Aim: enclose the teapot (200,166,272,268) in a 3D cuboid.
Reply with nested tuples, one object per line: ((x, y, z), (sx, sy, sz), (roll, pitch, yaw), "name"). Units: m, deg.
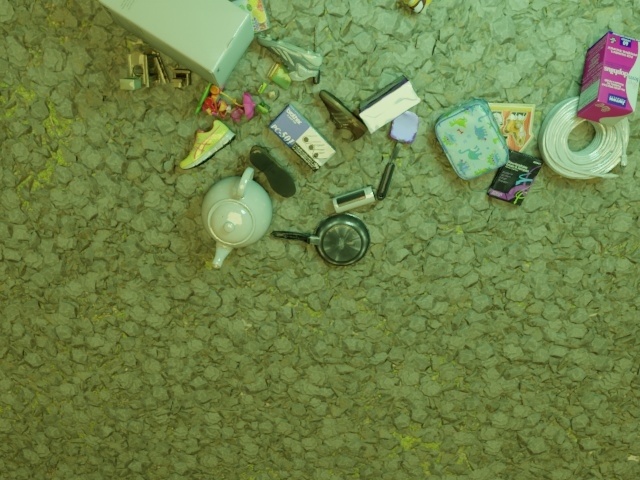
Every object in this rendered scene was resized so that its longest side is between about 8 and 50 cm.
((-0.275, -0.081, 1.788), (0.252, 0.187, 0.256), (-21, 109, 11), "teapot")

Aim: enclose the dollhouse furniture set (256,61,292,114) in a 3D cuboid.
((-0.142, -0.462, 1.691), (0.076, 0.059, 0.152), (32, 111, -10), "dollhouse furniture set")

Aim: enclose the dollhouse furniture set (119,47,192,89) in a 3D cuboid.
((-0.476, -0.501, 1.627), (0.160, 0.182, 0.101), (4, 112, 2), "dollhouse furniture set")

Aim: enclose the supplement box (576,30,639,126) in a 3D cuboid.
((0.812, -0.451, 1.560), (0.111, 0.114, 0.220), (14, 80, -3), "supplement box")

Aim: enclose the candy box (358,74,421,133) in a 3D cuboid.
((0.196, -0.401, 1.623), (0.164, 0.196, 0.070), (-32, 107, 14), "candy box")

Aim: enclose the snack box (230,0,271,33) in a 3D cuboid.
((-0.227, -0.651, 1.630), (0.141, 0.037, 0.100), (-13, 110, 9), "snack box")

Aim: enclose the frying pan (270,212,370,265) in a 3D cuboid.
((0.015, -0.024, 1.873), (0.326, 0.053, 0.197), (24, 111, -10), "frying pan")

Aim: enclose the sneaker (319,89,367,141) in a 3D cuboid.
((0.058, -0.380, 1.710), (0.188, 0.066, 0.071), (39, 110, -12), "sneaker")

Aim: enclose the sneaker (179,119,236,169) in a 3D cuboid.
((-0.373, -0.304, 1.766), (0.208, 0.081, 0.094), (-35, 99, 9), "sneaker")

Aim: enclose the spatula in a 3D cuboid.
((0.235, -0.264, 1.767), (0.084, 0.030, 0.297), (15, 112, -5), "spatula")

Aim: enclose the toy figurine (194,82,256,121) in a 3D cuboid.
((-0.282, -0.415, 1.702), (0.159, 0.130, 0.173), (26, 134, -17), "toy figurine")

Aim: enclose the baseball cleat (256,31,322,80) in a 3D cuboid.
((-0.100, -0.535, 1.645), (0.205, 0.072, 0.110), (21, 115, 6), "baseball cleat")

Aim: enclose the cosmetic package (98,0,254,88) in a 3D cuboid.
((-0.388, -0.611, 1.534), (0.365, 0.155, 0.197), (34, 87, -1), "cosmetic package")

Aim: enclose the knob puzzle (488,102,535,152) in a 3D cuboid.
((0.565, -0.325, 1.724), (0.213, 0.030, 0.213), (1, 113, 2), "knob puzzle")

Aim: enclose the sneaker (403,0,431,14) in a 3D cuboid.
((0.308, -0.729, 1.559), (0.083, 0.069, 0.186), (23, 106, -35), "sneaker")

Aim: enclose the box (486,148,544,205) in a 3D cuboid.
((0.616, -0.198, 1.763), (0.116, 0.029, 0.162), (16, 116, -8), "box")

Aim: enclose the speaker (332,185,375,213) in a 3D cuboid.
((0.111, -0.133, 1.816), (0.136, 0.055, 0.055), (-17, 110, 10), "speaker")

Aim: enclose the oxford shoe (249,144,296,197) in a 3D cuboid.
((-0.148, -0.226, 1.788), (0.076, 0.076, 0.212), (-31, 123, 13), "oxford shoe")

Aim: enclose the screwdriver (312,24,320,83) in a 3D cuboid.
((-0.013, -0.557, 1.672), (0.024, 0.025, 0.170), (1, 104, 4), "screwdriver")

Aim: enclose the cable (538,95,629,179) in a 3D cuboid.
((0.796, -0.313, 1.685), (0.256, 0.089, 0.257), (0, 111, 4), "cable")

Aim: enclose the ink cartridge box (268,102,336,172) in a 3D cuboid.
((-0.056, -0.322, 1.751), (0.207, 0.046, 0.097), (43, 107, -13), "ink cartridge box")

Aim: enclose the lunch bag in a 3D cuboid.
((0.457, -0.306, 1.693), (0.176, 0.090, 0.219), (-25, 109, 28), "lunch bag")
